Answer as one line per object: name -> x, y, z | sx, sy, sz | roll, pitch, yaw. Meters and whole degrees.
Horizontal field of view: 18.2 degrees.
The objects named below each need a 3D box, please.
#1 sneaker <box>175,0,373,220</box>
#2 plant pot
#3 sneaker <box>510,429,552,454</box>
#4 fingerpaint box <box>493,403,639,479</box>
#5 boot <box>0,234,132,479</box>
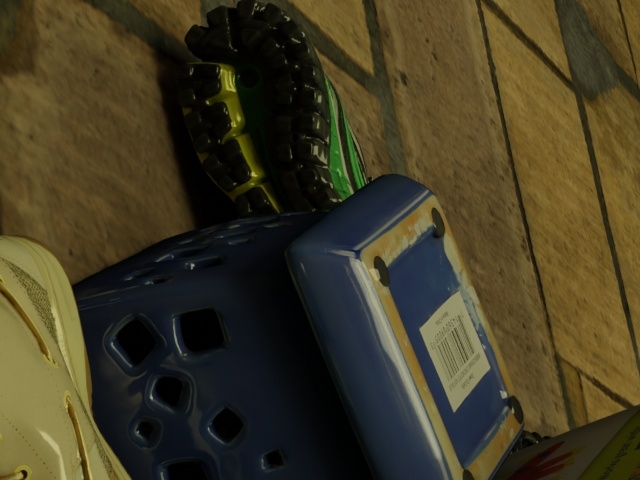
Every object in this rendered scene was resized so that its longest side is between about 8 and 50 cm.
sneaker -> 0.000, 0.000, 1.447 | 0.146, 0.134, 0.343 | 29, 48, -68
plant pot -> -0.010, 0.095, 1.237 | 0.236, 0.212, 0.236 | 67, 22, -6
sneaker -> 0.124, 0.170, 1.520 | 0.276, 0.135, 0.097 | 70, 17, -46
fingerpaint box -> 0.121, 0.253, 1.136 | 0.163, 0.371, 0.445 | 63, 27, -4
boot -> -0.178, 0.110, 0.982 | 0.203, 0.095, 0.262 | 16, 55, -64
